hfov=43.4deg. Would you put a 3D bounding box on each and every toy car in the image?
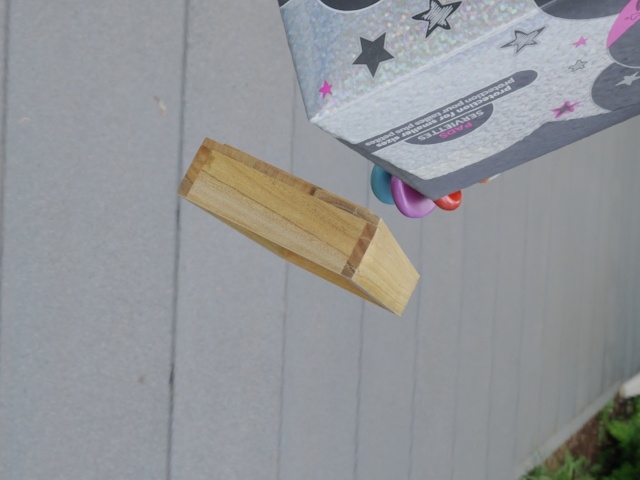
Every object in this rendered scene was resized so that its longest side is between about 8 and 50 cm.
[{"bbox_3d":[0.133,-0.094,0.992,0.159,0.182,0.136,28,65,-40],"label":"toy car"}]

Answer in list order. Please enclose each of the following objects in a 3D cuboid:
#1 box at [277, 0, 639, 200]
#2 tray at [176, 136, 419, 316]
[{"bbox_3d":[0.117,-0.140,0.402,0.163,0.247,0.142,21,50,-58],"label":"box"},{"bbox_3d":[0.000,0.000,0.977,0.076,0.202,0.411,-63,165,-5],"label":"tray"}]
